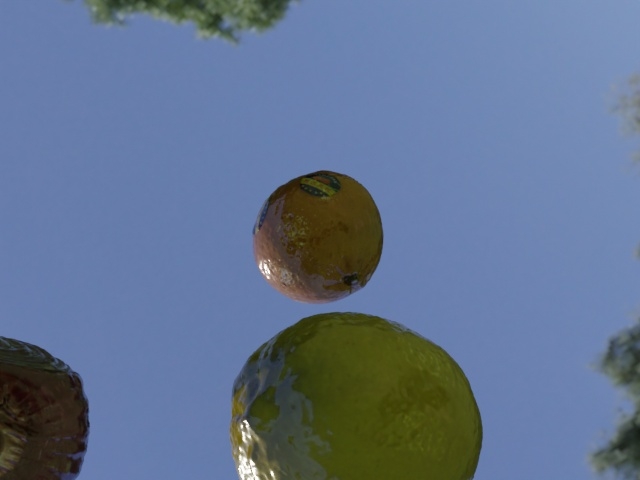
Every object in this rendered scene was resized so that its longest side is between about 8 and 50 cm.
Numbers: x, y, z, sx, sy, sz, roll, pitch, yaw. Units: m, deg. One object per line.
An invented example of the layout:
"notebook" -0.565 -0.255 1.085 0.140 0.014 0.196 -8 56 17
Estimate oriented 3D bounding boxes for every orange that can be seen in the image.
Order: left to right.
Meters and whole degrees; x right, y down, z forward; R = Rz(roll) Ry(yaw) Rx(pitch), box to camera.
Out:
"orange" -0.001 -0.003 1.665 0.155 0.178 0.177 23 -158 24

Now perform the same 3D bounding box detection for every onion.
"onion" -0.342 0.196 1.201 0.230 0.256 0.272 43 -172 -34

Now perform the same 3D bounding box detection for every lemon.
"lemon" 0.025 0.140 0.968 0.193 0.181 0.181 0 -127 -19
